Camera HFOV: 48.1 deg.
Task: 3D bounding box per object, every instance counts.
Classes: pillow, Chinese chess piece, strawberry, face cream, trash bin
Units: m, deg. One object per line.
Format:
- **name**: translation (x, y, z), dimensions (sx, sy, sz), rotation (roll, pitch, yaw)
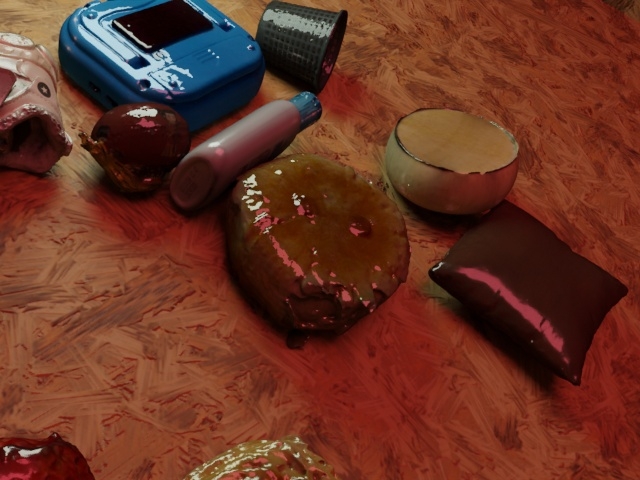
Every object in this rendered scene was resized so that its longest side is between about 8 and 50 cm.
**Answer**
- **pillow**: translation (0.382, 0.077, 1.291), dimensions (0.305, 0.108, 0.308), rotation (39, 45, 12)
- **Chinese chess piece**: translation (0.253, -0.157, 1.389), dimensions (0.257, 0.104, 0.257), rotation (3, 38, -3)
- **strawberry**: translation (-0.300, 0.263, 0.689), dimensions (0.205, 0.244, 0.205), rotation (15, 45, -15)
- **face cream**: translation (-0.109, -0.169, 1.220), dimensions (0.080, 0.163, 0.336), rotation (49, 47, -1)
- **trash bin**: translation (-0.047, -0.411, 1.473), dimensions (0.161, 0.175, 0.175), rotation (19, 45, 3)

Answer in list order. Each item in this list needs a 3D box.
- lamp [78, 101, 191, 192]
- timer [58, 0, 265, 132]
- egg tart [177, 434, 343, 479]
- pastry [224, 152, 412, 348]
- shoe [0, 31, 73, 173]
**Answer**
- **lamp**: translation (-0.281, -0.145, 1.135), dimensions (0.156, 0.157, 0.135), rotation (-12, 91, -79)
- **timer**: translation (-0.283, -0.343, 1.320), dimensions (0.309, 0.115, 0.340), rotation (38, 46, 12)
- **egg tart**: translation (-0.058, 0.410, 0.750), dimensions (0.351, 0.153, 0.339), rotation (41, 46, 10)
- **pastry**: translation (0.000, 0.000, 1.145), dimensions (0.329, 0.136, 0.330), rotation (15, 47, -17)
- **shoe**: translation (-0.519, -0.201, 1.013), dimensions (0.351, 0.172, 0.198), rotation (-9, 58, -43)
